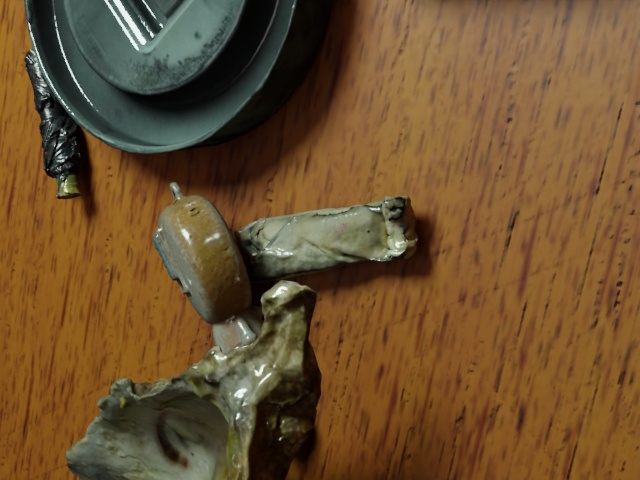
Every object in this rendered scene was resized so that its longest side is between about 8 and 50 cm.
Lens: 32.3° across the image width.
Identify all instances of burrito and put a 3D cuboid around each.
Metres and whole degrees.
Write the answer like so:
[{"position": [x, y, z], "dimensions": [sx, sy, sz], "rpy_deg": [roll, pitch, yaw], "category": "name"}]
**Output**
[{"position": [0.001, 0.000, 0.859], "dimensions": [0.171, 0.042, 0.051], "rpy_deg": [-11, 95, 32], "category": "burrito"}]

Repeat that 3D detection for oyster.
[{"position": [-0.096, 0.200, 0.842], "dimensions": [0.396, 0.111, 0.204], "rpy_deg": [-43, 52, 47], "category": "oyster"}]

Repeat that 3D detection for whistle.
[{"position": [-0.078, 0.055, 0.891], "dimensions": [0.220, 0.057, 0.107], "rpy_deg": [64, 165, -1], "category": "whistle"}]

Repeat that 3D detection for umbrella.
[{"position": [-0.244, -0.107, 1.020], "dimensions": [0.037, 0.040, 0.144], "rpy_deg": [-21, 77, 41], "category": "umbrella"}]

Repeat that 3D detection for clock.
[{"position": [-0.124, -0.226, 0.915], "dimensions": [0.313, 0.061, 0.312], "rpy_deg": [3, 94, 34], "category": "clock"}]
